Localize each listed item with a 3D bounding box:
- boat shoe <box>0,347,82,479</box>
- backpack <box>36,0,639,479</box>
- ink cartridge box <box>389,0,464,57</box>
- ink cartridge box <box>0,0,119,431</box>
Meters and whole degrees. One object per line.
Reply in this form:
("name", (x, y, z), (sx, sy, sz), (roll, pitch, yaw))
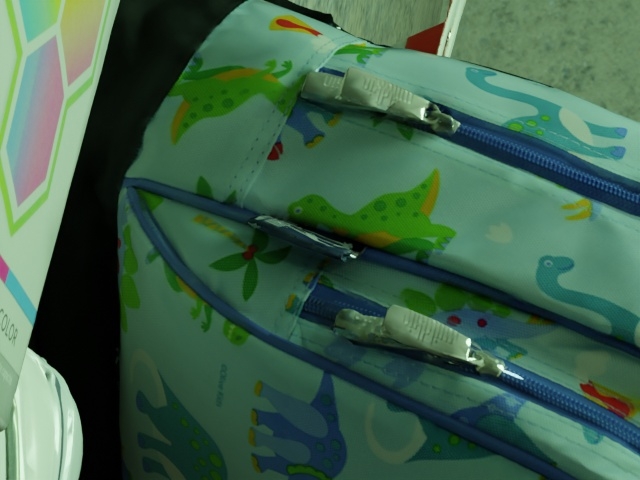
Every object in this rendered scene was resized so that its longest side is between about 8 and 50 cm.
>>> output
("boat shoe", (-0.119, 0.122, 0.489), (0.076, 0.083, 0.226), (68, 20, -57))
("backpack", (0.063, 0.072, 0.699), (0.273, 0.355, 0.290), (-71, 170, -49))
("ink cartridge box", (0.000, 0.000, 1.048), (0.385, 0.091, 0.308), (102, 4, -49))
("ink cartridge box", (-0.089, -0.070, 0.427), (0.109, 0.062, 0.209), (80, 21, -70))
